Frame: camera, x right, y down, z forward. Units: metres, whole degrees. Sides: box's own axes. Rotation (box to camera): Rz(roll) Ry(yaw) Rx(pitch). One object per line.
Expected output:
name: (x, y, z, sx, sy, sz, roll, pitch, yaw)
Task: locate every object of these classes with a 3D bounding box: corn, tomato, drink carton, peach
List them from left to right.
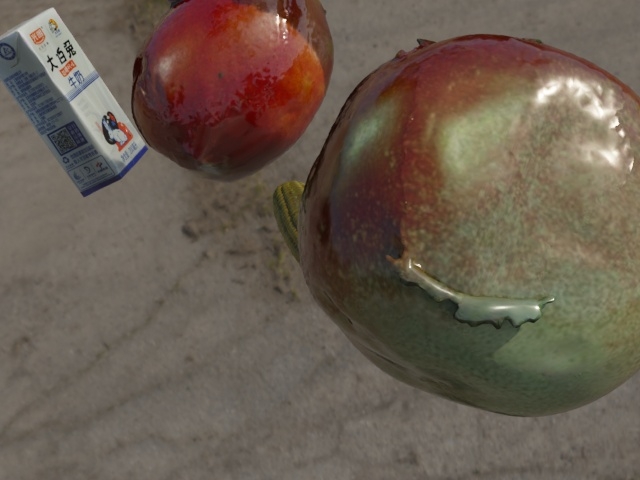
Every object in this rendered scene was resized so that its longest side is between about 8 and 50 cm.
drink carton: (-0.453, -0.249, 1.694, 0.106, 0.315, 0.131, -21, 23, 26)
peach: (-0.129, -0.257, 1.419, 0.281, 0.281, 0.338, 40, 100, 44)
corn: (0.000, 0.000, 1.177, 0.080, 0.080, 0.231, -24, 38, -7)
tomato: (0.123, 0.000, 0.727, 0.303, 0.303, 0.239, 9, 60, 27)

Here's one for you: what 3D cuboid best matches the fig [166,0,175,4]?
fig: (-0.252, -0.542, 1.761, 0.235, 0.235, 0.215, 18, 73, 34)
